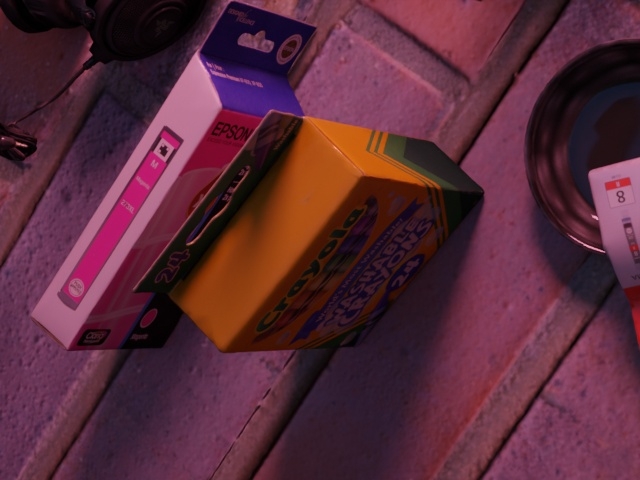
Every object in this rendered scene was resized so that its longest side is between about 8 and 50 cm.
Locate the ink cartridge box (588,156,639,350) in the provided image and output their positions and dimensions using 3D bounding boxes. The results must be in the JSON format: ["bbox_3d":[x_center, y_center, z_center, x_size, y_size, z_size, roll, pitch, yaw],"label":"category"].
[{"bbox_3d":[0.319,0.010,1.490,0.145,0.045,0.179,-14,84,24],"label":"ink cartridge box"}]

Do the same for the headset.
[{"bbox_3d":[-0.248,-0.268,1.760,0.243,0.185,0.394,20,85,27],"label":"headset"}]

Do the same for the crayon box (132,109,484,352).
[{"bbox_3d":[0.000,0.000,1.541,0.083,0.323,0.203,45,108,22],"label":"crayon box"}]

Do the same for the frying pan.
[{"bbox_3d":[0.278,-0.146,1.554,0.197,0.053,0.326,-2,87,26],"label":"frying pan"}]

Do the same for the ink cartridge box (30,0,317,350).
[{"bbox_3d":[-0.125,-0.054,1.691,0.069,0.176,0.371,38,104,24],"label":"ink cartridge box"}]
